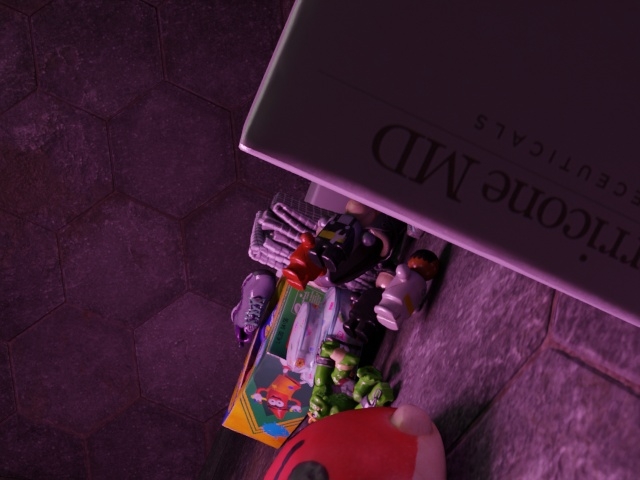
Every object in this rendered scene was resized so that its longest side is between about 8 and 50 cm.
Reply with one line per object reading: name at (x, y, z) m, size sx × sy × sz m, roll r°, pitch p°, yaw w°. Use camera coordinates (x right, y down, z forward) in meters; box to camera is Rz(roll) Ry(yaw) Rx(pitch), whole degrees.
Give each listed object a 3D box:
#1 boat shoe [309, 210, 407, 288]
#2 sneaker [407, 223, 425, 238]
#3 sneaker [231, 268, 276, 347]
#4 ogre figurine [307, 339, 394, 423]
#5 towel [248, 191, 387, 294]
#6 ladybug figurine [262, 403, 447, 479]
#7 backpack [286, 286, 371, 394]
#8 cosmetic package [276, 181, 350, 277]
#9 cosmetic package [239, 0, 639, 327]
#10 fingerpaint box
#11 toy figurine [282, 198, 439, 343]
boat shoe at (0.098, -0.004, 1.205) m, size 0.285 × 0.103 × 0.092 m, roll -36°, pitch 27°, yaw -19°
sneaker at (0.178, -0.067, 1.174) m, size 0.167 × 0.064 × 0.076 m, roll -70°, pitch 3°, yaw -51°
sneaker at (-0.156, 0.166, 1.582) m, size 0.224 × 0.083 × 0.098 m, roll 116°, pitch 153°, yaw -44°
ogre figurine at (0.038, 0.240, 1.019) m, size 0.197 × 0.096 × 0.118 m, roll 23°, pitch 96°, yaw 41°
towel at (0.000, 0.000, 1.371) m, size 0.121 × 0.283 × 0.235 m, roll -63°, pitch 8°, yaw 16°
ladybug figurine at (-0.015, 0.362, 0.702) m, size 0.305 × 0.161 × 0.450 m, roll -109°, pitch 44°, yaw -81°
backpack at (0.020, 0.175, 1.192) m, size 0.166 × 0.144 × 0.189 m, roll 137°, pitch 157°, yaw -81°
cosmetic package at (0.033, -0.090, 1.966) m, size 0.230 × 0.161 × 0.454 m, roll 123°, pitch 169°, yaw -52°
cosmetic package at (0.168, -0.194, 0.526) m, size 0.327 × 0.329 × 0.394 m, roll -105°, pitch 39°, yaw -79°
fingerpaint box at (-0.056, 0.209, 1.578) m, size 0.371 × 0.163 × 0.445 m, roll 121°, pitch 171°, yaw -47°
toy figurine at (0.068, 0.040, 1.034) m, size 0.148 × 0.213 × 0.209 m, roll -51°, pitch 3°, yaw -25°
